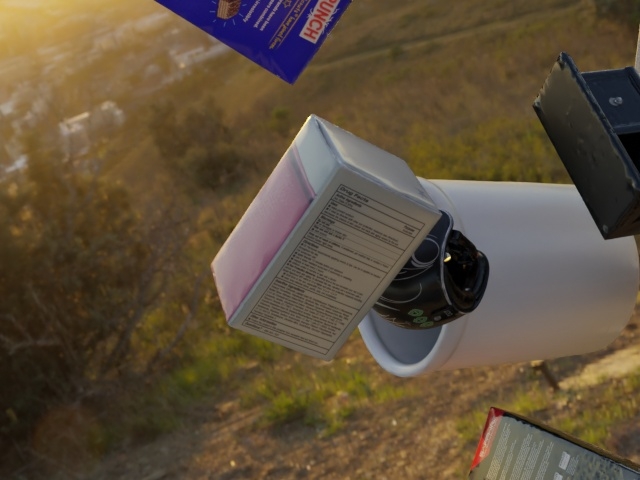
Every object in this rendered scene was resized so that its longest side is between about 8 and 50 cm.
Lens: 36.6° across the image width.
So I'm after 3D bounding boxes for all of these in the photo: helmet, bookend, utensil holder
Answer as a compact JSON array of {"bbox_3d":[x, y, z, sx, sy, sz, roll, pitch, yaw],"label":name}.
[{"bbox_3d":[0.131,0.038,1.323,0.161,0.170,0.169,-4,29,38],"label":"helmet"},{"bbox_3d":[0.298,-0.092,0.861,0.157,0.072,0.156,-8,58,-19],"label":"bookend"},{"bbox_3d":[0.292,0.052,1.646,0.385,0.328,0.327,-2,18,-27],"label":"utensil holder"}]

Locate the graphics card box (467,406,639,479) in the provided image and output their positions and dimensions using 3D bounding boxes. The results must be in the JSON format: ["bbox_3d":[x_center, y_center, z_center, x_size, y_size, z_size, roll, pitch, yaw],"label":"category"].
[{"bbox_3d":[0.311,0.374,1.271,0.094,0.233,0.371,20,-4,-17],"label":"graphics card box"}]

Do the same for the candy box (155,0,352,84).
[{"bbox_3d":[-0.105,-0.447,1.546,0.268,0.317,0.122,-52,20,20],"label":"candy box"}]

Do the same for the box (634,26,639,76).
[{"bbox_3d":[0.652,-0.334,1.558,0.261,0.231,0.127,11,53,19],"label":"box"}]

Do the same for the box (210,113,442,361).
[{"bbox_3d":[0.000,0.000,1.110,0.232,0.148,0.127,-54,32,20],"label":"box"}]
